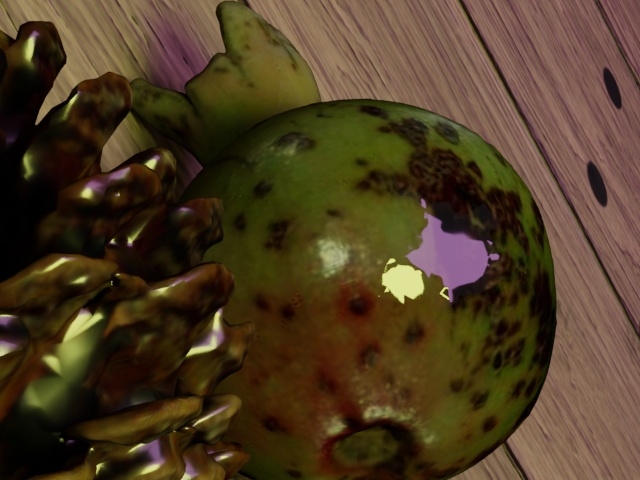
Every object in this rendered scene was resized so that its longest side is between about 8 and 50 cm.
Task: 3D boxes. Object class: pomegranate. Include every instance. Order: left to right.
[{"bbox_3d":[0.002,0.015,1.098,0.242,0.242,0.306,50,0,-37],"label":"pomegranate"}]

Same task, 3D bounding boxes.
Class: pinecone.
[{"bbox_3d":[-0.133,0.024,0.634,0.224,0.224,0.273,10,55,-62],"label":"pinecone"}]
